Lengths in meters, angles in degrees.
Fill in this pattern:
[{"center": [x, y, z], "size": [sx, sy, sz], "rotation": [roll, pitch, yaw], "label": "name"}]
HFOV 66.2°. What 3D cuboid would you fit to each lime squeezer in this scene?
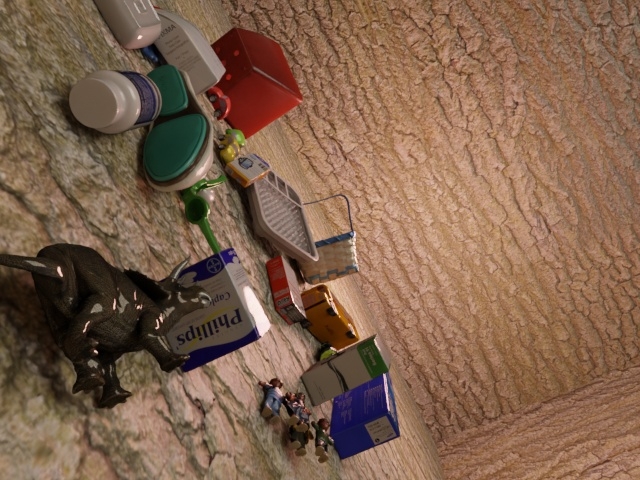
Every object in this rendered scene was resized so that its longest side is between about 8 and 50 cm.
[{"center": [-0.233, -0.063, 0.989], "size": [0.110, 0.058, 0.310], "rotation": [56, 12, -40], "label": "lime squeezer"}]

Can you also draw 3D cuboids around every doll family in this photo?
[{"center": [-0.047, 0.338, 0.949], "size": [0.193, 0.076, 0.111], "rotation": [60, 14, -16], "label": "doll family"}]

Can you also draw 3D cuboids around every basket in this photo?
[{"center": [0.000, 0.000, 1.712], "size": [0.201, 0.254, 0.289], "rotation": [-168, -115, -82], "label": "basket"}]

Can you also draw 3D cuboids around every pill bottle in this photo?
[{"center": [-0.320, -0.218, 0.771], "size": [0.094, 0.094, 0.169], "rotation": [63, 8, -16], "label": "pill bottle"}]

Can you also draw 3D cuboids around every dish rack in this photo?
[{"center": [-0.137, -0.089, 1.519], "size": [0.285, 0.072, 0.333], "rotation": [39, 25, -46], "label": "dish rack"}]

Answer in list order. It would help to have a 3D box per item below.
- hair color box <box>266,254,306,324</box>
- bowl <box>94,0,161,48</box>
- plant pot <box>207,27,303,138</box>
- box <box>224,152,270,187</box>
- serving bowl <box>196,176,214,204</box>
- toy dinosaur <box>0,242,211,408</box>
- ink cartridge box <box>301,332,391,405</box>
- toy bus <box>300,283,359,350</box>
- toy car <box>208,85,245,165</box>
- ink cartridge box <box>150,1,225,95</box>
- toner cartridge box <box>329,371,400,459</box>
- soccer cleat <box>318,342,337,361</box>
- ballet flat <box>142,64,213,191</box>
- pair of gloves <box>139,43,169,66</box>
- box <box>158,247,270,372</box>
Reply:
[{"center": [-0.095, 0.134, 1.333], "size": [0.093, 0.053, 0.167], "rotation": [58, 9, -47], "label": "hair color box"}, {"center": [-0.408, -0.495, 1.063], "size": [0.142, 0.053, 0.142], "rotation": [64, 26, -21], "label": "bowl"}, {"center": [-0.262, -0.553, 1.670], "size": [0.235, 0.267, 0.267], "rotation": [17, 48, -64], "label": "plant pot"}, {"center": [-0.206, -0.207, 1.419], "size": [0.081, 0.028, 0.136], "rotation": [40, 35, 6], "label": "box"}, {"center": [-0.261, -0.121, 1.104], "size": [0.083, 0.027, 0.083], "rotation": [-24, 90, -83], "label": "serving bowl"}, {"center": [-0.233, 0.071, 0.510], "size": [0.160, 0.121, 0.313], "rotation": [56, 7, 29], "label": "toy dinosaur"}, {"center": [0.069, 0.327, 1.258], "size": [0.087, 0.208, 0.153], "rotation": [63, 7, 8], "label": "ink cartridge box"}, {"center": [0.022, 0.246, 1.553], "size": [0.333, 0.108, 0.130], "rotation": [55, 12, -50], "label": "toy bus"}, {"center": [-0.268, -0.324, 1.479], "size": [0.225, 0.053, 0.239], "rotation": [53, 25, -82], "label": "toy car"}, {"center": [-0.395, -0.579, 1.280], "size": [0.385, 0.091, 0.308], "rotation": [58, 7, -24], "label": "ink cartridge box"}, {"center": [0.123, 0.456, 1.374], "size": [0.348, 0.165, 0.075], "rotation": [-60, 125, -80], "label": "toner cartridge box"}, {"center": [0.020, 0.339, 1.475], "size": [0.072, 0.060, 0.179], "rotation": [58, -2, 26], "label": "soccer cleat"}, {"center": [-0.272, -0.204, 0.973], "size": [0.139, 0.139, 0.400], "rotation": [56, 8, -48], "label": "ballet flat"}, {"center": [-0.413, -0.478, 1.220], "size": [0.159, 0.023, 0.198], "rotation": [68, 9, 21], "label": "pair of gloves"}, {"center": [-0.162, 0.099, 0.719], "size": [0.137, 0.126, 0.072], "rotation": [64, 7, -2], "label": "box"}]
